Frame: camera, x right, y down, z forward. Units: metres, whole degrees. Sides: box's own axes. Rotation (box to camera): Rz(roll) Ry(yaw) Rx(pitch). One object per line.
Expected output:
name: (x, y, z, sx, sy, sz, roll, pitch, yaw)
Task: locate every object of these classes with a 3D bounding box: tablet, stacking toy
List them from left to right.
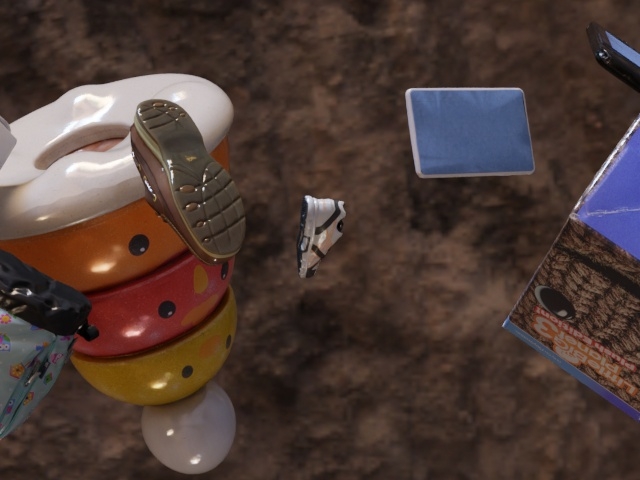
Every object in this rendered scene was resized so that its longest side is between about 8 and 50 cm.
stacking toy: (-0.204, 0.070, 1.648, 0.350, 0.350, 0.480, -45, -55, -42)
tablet: (0.090, -0.064, 0.823, 0.083, 0.006, 0.054, -3, -99, -26)

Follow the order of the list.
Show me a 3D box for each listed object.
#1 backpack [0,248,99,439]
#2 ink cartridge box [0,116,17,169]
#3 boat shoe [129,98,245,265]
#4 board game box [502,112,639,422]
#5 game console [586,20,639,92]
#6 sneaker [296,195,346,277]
backpack: (-0.321, 0.111, 1.335, 0.182, 0.152, 0.115, -62, -12, 8)
ink cartridge box: (-0.447, -0.064, 1.342, 0.201, 0.117, 0.278, 50, -141, -29)
boat shoe: (-0.119, -0.044, 1.208, 0.064, 0.060, 0.178, -6, -128, -35)
board game box: (0.324, 0.048, 1.268, 0.141, 0.232, 0.291, -51, -11, -20)
game console: (0.231, -0.121, 0.868, 0.107, 0.071, 0.122, 34, -162, -3)
sneaker: (0.000, 0.000, 1.330, 0.109, 0.043, 0.040, 102, 164, -52)
